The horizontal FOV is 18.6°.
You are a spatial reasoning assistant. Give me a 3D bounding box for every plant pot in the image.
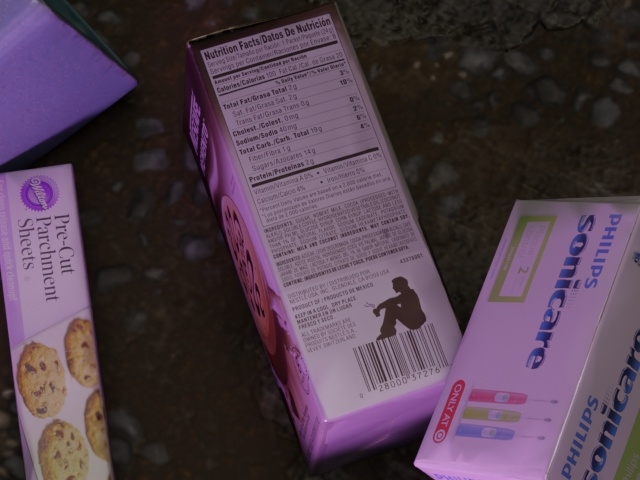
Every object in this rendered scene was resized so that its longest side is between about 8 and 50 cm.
[{"bbox_3d":[-0.326,-0.138,1.417,0.252,0.248,0.247,-44,78,2],"label":"plant pot"}]

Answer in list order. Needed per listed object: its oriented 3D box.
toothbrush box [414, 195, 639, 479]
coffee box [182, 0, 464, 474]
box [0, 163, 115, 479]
[{"bbox_3d":[0.224,0.127,1.338,0.283,0.122,0.206,37,66,-37],"label":"toothbrush box"},{"bbox_3d":[0.000,0.000,1.422,0.119,0.168,0.297,-17,72,-10],"label":"coffee box"},{"bbox_3d":[-0.191,0.106,1.426,0.067,0.063,0.324,-7,72,-7],"label":"box"}]
